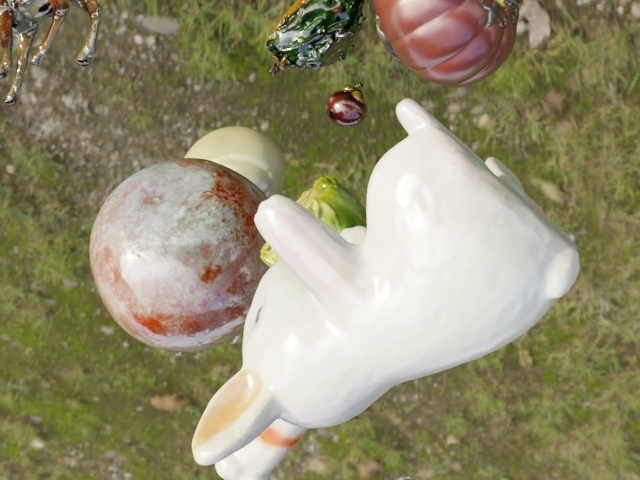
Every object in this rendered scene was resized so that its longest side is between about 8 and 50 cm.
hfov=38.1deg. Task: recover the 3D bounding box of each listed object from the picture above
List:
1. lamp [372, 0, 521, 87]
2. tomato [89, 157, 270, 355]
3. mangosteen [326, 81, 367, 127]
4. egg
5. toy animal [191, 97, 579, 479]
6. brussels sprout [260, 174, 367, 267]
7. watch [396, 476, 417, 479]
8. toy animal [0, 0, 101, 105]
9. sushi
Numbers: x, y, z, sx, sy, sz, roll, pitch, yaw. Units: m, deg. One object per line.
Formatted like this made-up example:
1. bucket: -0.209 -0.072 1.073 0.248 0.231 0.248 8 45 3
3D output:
1. lamp: 0.234 -0.431 1.706 0.257 0.303 0.303 -23 129 35
2. tomato: -0.210 0.023 1.470 0.317 0.316 0.282 -8 136 14
3. mangosteen: 0.049 -0.252 1.745 0.081 0.081 0.081 3 135 3
4. egg: -0.176 -0.128 1.817 0.242 0.186 0.186 -17 133 43
5. toy animal: 0.011 0.041 0.563 0.282 0.138 0.140 -33 155 20
6. brussels sprout: 0.005 0.001 1.192 0.122 0.151 0.149 40 138 -4
7. watch: 0.081 0.310 0.717 0.211 0.193 0.211 7 142 5
8. toy animal: -0.354 -0.297 1.104 0.243 0.260 0.087 -13 159 19
9. sushi: 0.015 -0.418 1.804 0.287 0.140 0.149 -37 107 7
